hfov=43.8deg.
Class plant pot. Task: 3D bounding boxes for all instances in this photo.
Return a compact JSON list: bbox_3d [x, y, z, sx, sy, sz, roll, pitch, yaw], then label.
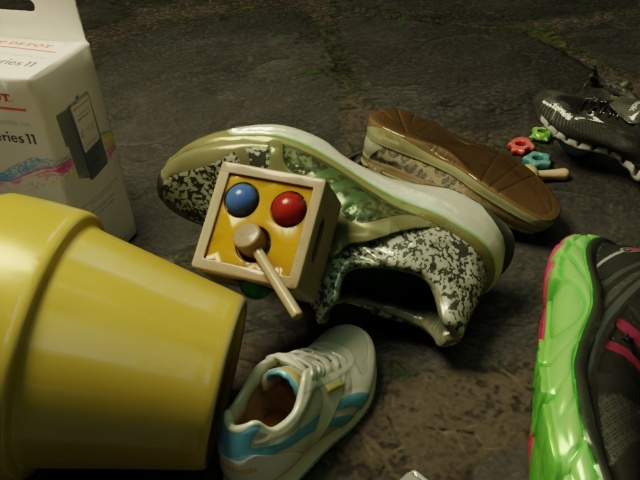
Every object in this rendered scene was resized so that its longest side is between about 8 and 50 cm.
[{"bbox_3d":[-0.201,0.104,0.733,0.239,0.253,0.254,13,36,1],"label":"plant pot"}]

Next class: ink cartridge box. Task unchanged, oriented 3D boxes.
[{"bbox_3d":[-0.376,-0.137,0.987,0.207,0.353,0.119,9,37,21],"label":"ink cartridge box"}]

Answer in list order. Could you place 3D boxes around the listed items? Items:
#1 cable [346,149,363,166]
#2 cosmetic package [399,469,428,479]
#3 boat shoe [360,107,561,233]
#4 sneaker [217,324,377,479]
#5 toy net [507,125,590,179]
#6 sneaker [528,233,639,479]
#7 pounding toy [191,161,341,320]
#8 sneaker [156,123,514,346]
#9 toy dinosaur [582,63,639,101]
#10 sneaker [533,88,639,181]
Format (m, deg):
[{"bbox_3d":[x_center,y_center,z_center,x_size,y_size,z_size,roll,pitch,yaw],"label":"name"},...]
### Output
[{"bbox_3d":[0.003,-0.063,1.076,0.287,0.072,0.139,-26,45,-27],"label":"cable"},{"bbox_3d":[0.023,0.286,0.525,0.238,0.127,0.107,-30,42,-33],"label":"cosmetic package"},{"bbox_3d":[0.180,-0.080,1.054,0.285,0.089,0.105,34,38,26],"label":"boat shoe"},{"bbox_3d":[-0.012,0.143,0.762,0.088,0.092,0.229,13,35,27],"label":"sneaker"},{"bbox_3d":[0.302,-0.120,1.139,0.122,0.045,0.232,27,46,37],"label":"toy net"},{"bbox_3d":[0.276,0.145,0.642,0.202,0.185,0.482,2,36,18],"label":"sneaker"},{"bbox_3d":[-0.049,0.005,0.770,0.130,0.100,0.141,11,77,17],"label":"pounding toy"},{"bbox_3d":[0.000,0.000,0.862,0.411,0.158,0.182,16,40,9],"label":"sneaker"},{"bbox_3d":[0.461,-0.207,1.220,0.118,0.064,0.268,21,29,-11],"label":"toy dinosaur"},{"bbox_3d":[0.400,-0.159,1.070,0.234,0.106,0.078,36,57,20],"label":"sneaker"}]
